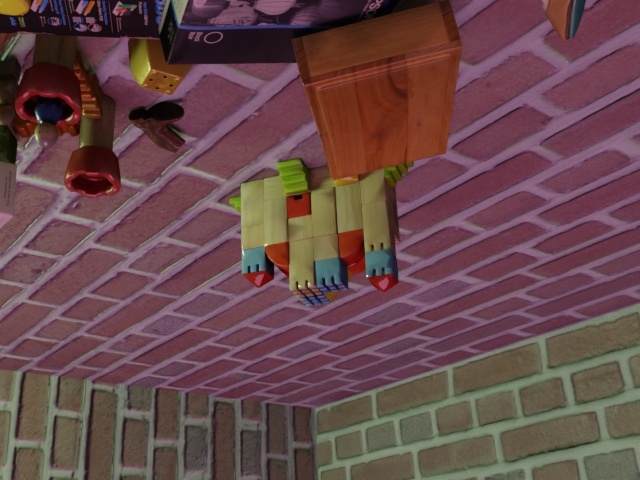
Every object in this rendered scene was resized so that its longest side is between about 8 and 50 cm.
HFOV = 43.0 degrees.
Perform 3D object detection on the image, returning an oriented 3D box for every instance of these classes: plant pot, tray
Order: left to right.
[{"bbox_3d":[-0.224,-0.257,1.153,0.081,0.083,0.081,11,153,-29],"label":"plant pot"},{"bbox_3d":[0.091,-0.199,1.202,0.202,0.076,0.411,-14,166,3],"label":"tray"}]

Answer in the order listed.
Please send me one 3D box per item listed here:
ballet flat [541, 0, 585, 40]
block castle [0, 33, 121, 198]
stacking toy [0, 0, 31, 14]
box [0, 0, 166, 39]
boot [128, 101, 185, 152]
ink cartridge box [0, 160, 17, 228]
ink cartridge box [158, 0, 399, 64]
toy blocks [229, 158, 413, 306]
[{"bbox_3d":[0.312,-0.350,1.040,0.073,0.080,0.232,21,159,17],"label":"ballet flat"},{"bbox_3d":[-0.537,-0.165,1.169,0.453,0.213,0.303,-2,156,-1],"label":"block castle"},{"bbox_3d":[-0.394,-0.336,0.691,0.279,0.130,0.309,16,173,-2],"label":"stacking toy"},{"bbox_3d":[-0.284,-0.351,0.946,0.293,0.073,0.295,-2,158,-10],"label":"box"},{"bbox_3d":[-0.250,-0.186,1.365,0.106,0.037,0.114,2,156,23],"label":"boot"},{"bbox_3d":[-0.512,-0.061,1.049,0.190,0.082,0.139,10,155,-37],"label":"ink cartridge box"},{"bbox_3d":[-0.025,-0.294,1.027,0.332,0.065,0.165,-8,159,-24],"label":"ink cartridge box"},{"bbox_3d":[0.000,0.000,1.535,0.381,0.261,0.191,-10,155,16],"label":"toy blocks"}]
